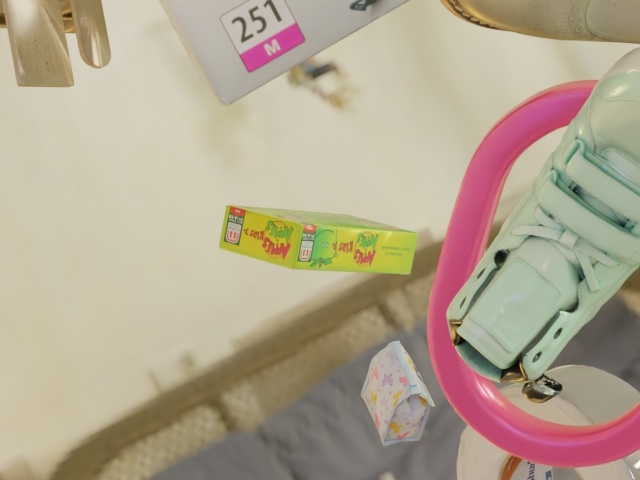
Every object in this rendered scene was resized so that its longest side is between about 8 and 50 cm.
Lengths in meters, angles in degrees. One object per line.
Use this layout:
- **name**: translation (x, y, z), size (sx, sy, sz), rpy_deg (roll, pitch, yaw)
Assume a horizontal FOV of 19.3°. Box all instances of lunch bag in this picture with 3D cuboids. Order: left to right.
- **lunch bag**: translation (0.080, 0.152, 1.879), size (0.053, 0.071, 0.083), rpy_deg (-8, -44, -20)

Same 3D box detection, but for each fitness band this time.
- **fitness band**: translation (0.190, 0.027, 1.370), size (0.209, 0.290, 0.054), rpy_deg (18, 19, 10)

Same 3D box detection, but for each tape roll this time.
- **tape roll**: translation (0.220, 0.223, 1.637), size (0.072, 0.219, 0.219), rpy_deg (-17, 0, -39)

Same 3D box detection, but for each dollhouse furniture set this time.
- **dollhouse furniture set**: translation (-0.259, -0.172, 1.625), size (0.151, 0.123, 0.144), rpy_deg (-18, -9, 41)

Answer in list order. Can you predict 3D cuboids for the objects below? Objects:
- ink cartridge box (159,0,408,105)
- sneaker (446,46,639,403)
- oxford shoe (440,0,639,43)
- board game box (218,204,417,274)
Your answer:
- **ink cartridge box**: translation (-0.020, -0.278, 1.504), size (0.275, 0.239, 0.060), rpy_deg (-30, 26, -4)
- **sneaker**: translation (0.150, 0.002, 1.061), size (0.151, 0.094, 0.256), rpy_deg (-51, -8, -26)
- **oxford shoe**: translation (0.262, -0.173, 1.063), size (0.397, 0.140, 0.146), rpy_deg (-9, 28, -4)
- **board game box**: translation (0.000, 0.000, 1.771), size (0.092, 0.043, 0.181), rpy_deg (16, 8, 38)
